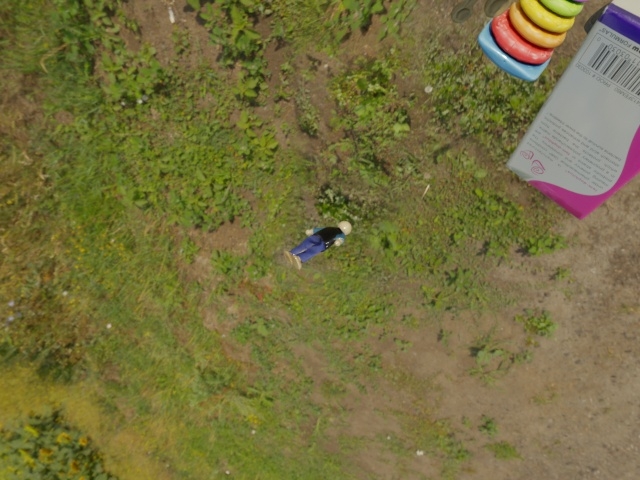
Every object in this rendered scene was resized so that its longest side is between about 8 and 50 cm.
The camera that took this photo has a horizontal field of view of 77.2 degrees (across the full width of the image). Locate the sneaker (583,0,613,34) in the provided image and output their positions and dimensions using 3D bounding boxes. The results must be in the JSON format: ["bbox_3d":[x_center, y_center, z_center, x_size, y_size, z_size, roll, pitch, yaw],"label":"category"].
[{"bbox_3d":[0.358,-0.241,0.479,0.059,0.144,0.053,36,145,-20],"label":"sneaker"}]

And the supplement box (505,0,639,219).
[{"bbox_3d":[0.299,-0.133,0.400,0.111,0.114,0.220,45,165,19],"label":"supplement box"}]

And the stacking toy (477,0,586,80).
[{"bbox_3d":[0.502,-0.517,0.850,0.175,0.165,0.302,39,150,3],"label":"stacking toy"}]

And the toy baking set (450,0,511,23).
[{"bbox_3d":[0.211,-0.351,0.469,0.256,0.030,0.197,11,151,-41],"label":"toy baking set"}]

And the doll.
[{"bbox_3d":[0.000,0.000,0.998,0.129,0.189,0.046,26,140,51],"label":"doll"}]
